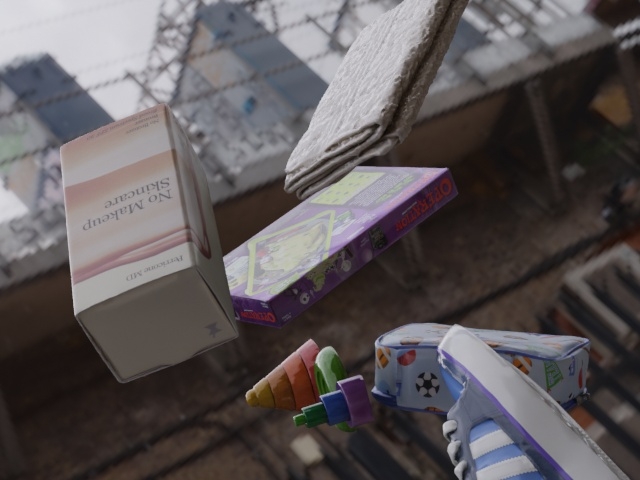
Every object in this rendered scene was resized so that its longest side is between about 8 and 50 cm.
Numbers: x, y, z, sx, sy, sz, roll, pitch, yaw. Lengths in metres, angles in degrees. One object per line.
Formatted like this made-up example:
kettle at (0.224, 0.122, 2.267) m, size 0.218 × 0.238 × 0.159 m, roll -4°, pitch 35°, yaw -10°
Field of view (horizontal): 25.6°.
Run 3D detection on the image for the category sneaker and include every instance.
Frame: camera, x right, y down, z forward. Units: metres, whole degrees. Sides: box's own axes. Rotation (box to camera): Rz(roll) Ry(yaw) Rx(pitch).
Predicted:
sneaker at (0.144, 0.250, 1.238) m, size 0.236 × 0.323 × 0.130 m, roll -47°, pitch -37°, yaw 5°

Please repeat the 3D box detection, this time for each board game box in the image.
board game box at (0.000, 0.000, 1.911) m, size 0.347 × 0.208 × 0.056 m, roll -35°, pitch -70°, yaw -30°

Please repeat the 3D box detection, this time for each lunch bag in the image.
lunch bag at (0.242, 0.188, 2.049) m, size 0.243 × 0.303 × 0.115 m, roll -8°, pitch -77°, yaw -64°

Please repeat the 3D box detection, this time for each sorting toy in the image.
sorting toy at (-0.027, 0.226, 2.024) m, size 0.126 × 0.127 × 0.365 m, roll -16°, pitch 4°, yaw -11°

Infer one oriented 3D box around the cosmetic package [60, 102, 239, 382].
cosmetic package at (-0.202, -0.004, 1.616) m, size 0.153 × 0.296 × 0.129 m, roll -22°, pitch -47°, yaw 4°

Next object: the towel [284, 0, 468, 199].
towel at (0.066, -0.170, 1.524) m, size 0.187 × 0.049 × 0.282 m, roll -27°, pitch 28°, yaw 48°
